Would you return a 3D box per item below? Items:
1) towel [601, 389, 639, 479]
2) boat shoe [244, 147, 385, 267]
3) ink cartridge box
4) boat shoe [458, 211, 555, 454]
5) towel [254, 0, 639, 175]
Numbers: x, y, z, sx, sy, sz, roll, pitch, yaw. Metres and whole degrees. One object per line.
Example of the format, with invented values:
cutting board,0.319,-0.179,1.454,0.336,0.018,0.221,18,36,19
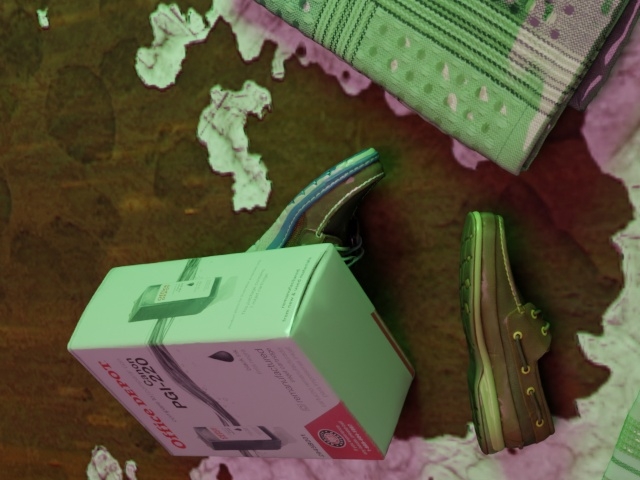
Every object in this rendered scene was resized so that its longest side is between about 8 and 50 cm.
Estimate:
towel,0.255,0.169,0.687,0.113,0.023,0.152,27,116,27
boat shoe,0.000,0.000,0.785,0.066,0.066,0.183,51,131,7
ink cartridge box,-0.061,0.092,0.782,0.217,0.092,0.159,-6,134,34
boat shoe,0.134,0.064,0.719,0.060,0.064,0.178,-7,100,2
towel,0.093,-0.248,0.683,0.324,0.056,0.312,38,115,22
